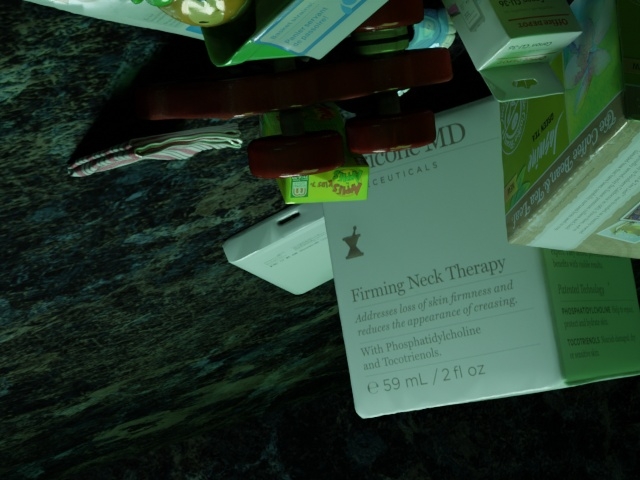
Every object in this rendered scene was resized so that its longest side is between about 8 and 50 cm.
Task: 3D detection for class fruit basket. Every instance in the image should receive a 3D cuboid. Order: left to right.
[{"bbox_3d":[-0.083,-0.261,1.066,0.353,0.165,0.327,0,151,-48],"label":"fruit basket"}]

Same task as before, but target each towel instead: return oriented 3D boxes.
[{"bbox_3d":[-0.195,-0.101,1.537,0.144,0.029,0.197,-12,-179,-32],"label":"towel"}]

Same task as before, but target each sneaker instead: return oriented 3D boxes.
[{"bbox_3d":[0.094,-0.235,1.612,0.073,0.063,0.162,8,144,-31],"label":"sneaker"}]

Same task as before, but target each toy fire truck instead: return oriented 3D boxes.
[{"bbox_3d":[-0.023,-0.175,1.444,0.302,0.169,0.254,-15,-166,-32],"label":"toy fire truck"}]

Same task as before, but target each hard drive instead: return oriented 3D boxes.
[{"bbox_3d":[0.000,0.000,2.218,0.233,0.047,0.353,-27,163,10],"label":"hard drive"}]

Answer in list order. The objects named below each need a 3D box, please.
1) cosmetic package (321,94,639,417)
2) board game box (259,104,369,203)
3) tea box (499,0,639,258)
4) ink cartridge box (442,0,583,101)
[{"bbox_3d":[0.234,0.030,1.895,0.329,0.393,0.327,-15,171,33],"label":"cosmetic package"},{"bbox_3d":[-0.010,-0.101,1.500,0.092,0.181,0.043,-3,118,-12],"label":"board game box"},{"bbox_3d":[0.370,-0.189,1.553,0.220,0.323,0.329,6,155,-13],"label":"tea box"},{"bbox_3d":[0.203,-0.252,1.427,0.115,0.198,0.067,-13,161,-36],"label":"ink cartridge box"}]
